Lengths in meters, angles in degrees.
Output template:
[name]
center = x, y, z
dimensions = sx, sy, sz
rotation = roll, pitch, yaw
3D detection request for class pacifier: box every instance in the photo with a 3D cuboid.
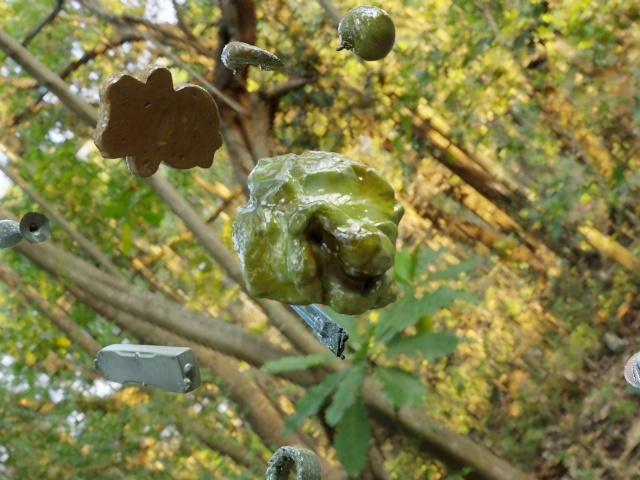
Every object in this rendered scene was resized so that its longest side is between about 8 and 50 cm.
[pacifier]
center = 0.490, 0.191, 1.416
dimensions = 0.099, 0.078, 0.081
rotation = -23, 35, 23

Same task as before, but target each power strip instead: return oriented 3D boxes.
[power strip]
center = -0.340, 0.245, 1.923
dimensions = 0.286, 0.080, 0.048
rotation = -2, 13, 40

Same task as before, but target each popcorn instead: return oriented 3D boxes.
[popcorn]
center = -0.002, 0.000, 1.473
dimensions = 0.276, 0.225, 0.276
rotation = -29, 39, 26

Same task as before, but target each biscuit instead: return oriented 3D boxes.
[biscuit]
center = -0.190, -0.143, 1.174
dimensions = 0.184, 0.027, 0.133
rotation = -15, -69, -45

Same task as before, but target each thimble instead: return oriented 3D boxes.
[thimble]
center = -0.049, 0.411, 1.702
dimensions = 0.062, 0.084, 0.110
rotation = 27, -97, -52

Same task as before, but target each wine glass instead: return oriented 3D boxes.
[wine glass]
center = -0.591, -0.016, 1.904
dimensions = 0.198, 0.066, 0.066
rotation = -7, 29, 49

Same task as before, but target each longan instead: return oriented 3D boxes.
[longan]
center = 0.055, -0.258, 1.249
dimensions = 0.083, 0.075, 0.075
rotation = -36, -13, -15

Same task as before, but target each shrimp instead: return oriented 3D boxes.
[shrimp]
center = -0.147, -0.374, 2.087
dimensions = 0.051, 0.132, 0.187
rotation = -68, 18, -4

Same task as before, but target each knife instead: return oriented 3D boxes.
[knife]
center = -0.013, 0.131, 1.667
dimensions = 0.296, 0.026, 0.044
rotation = 34, 108, 64
